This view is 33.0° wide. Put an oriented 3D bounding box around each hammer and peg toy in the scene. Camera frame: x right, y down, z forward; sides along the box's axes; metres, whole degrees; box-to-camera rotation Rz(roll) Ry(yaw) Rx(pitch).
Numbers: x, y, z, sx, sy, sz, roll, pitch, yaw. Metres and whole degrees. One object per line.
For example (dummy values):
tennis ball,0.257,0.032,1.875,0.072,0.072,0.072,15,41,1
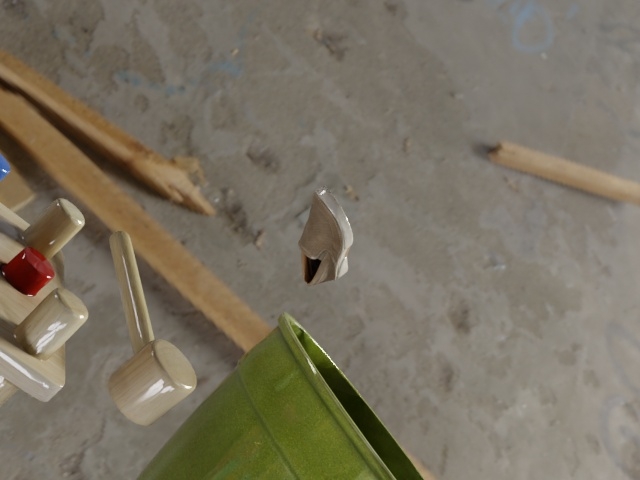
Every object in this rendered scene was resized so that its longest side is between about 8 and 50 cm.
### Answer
hammer and peg toy,-0.286,0.028,0.939,0.361,0.127,0.266,41,11,-28

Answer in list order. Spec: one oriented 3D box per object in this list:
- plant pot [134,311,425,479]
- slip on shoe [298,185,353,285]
plant pot,-0.066,0.326,1.149,0.366,0.353,0.366,53,0,0
slip on shoe,0.000,0.000,1.033,0.041,0.135,0.051,-28,66,-15
